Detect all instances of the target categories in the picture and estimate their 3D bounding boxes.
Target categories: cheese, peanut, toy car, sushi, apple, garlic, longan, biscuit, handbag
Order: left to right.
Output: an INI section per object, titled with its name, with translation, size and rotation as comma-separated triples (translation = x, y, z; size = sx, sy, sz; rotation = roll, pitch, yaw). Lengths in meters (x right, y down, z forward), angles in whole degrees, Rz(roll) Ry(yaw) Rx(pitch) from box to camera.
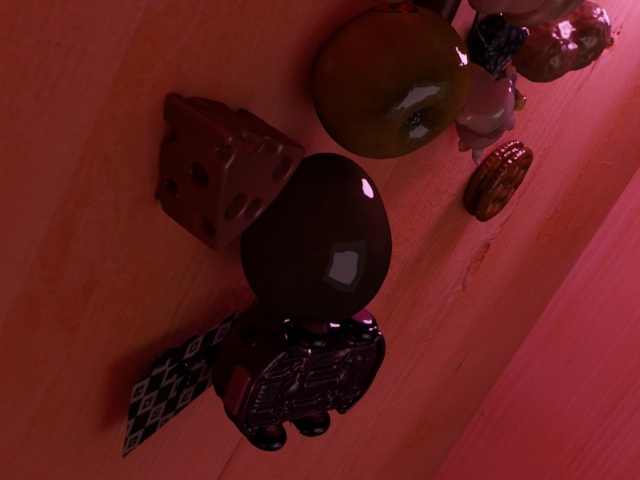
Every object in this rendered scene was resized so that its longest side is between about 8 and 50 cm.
[sushi]
translation = -0.253, 0.229, 1.750
size = 0.279, 0.043, 0.192
rotation = -36, 152, -45
[cheese]
translation = -0.120, -0.124, 1.406
size = 0.177, 0.128, 0.202
rotation = -33, 146, -40
[toy car]
translation = -0.061, 0.199, 1.834
size = 0.341, 0.240, 0.271
rotation = -4, 127, -45
[longan]
translation = 0.000, 0.000, 1.647
size = 0.300, 0.243, 0.300
rotation = -63, 173, -15
[apple]
translation = 0.110, -0.240, 1.547
size = 0.261, 0.194, 0.261
rotation = -25, 153, -14
[handbag]
translation = 0.317, -0.397, 1.887
size = 0.115, 0.072, 0.139
rotation = -48, 143, -5
[biscuit]
translation = 0.433, -0.143, 2.440
size = 0.220, 0.066, 0.220
rotation = -41, 155, -24
[garlic]
translation = 0.363, -0.444, 1.711
size = 0.203, 0.185, 0.281
rotation = -50, -175, 42
[peanut]
translation = 0.510, -0.420, 2.089
size = 0.291, 0.143, 0.159
rotation = -28, 171, -44

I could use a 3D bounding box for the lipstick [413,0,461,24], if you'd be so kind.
[lipstick]
translation = 0.172, -0.344, 1.668
size = 0.080, 0.080, 0.241
rotation = -25, 145, -47

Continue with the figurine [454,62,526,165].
[figurine]
translation = 0.334, -0.255, 2.048
size = 0.155, 0.127, 0.235
rotation = -58, 163, -10
